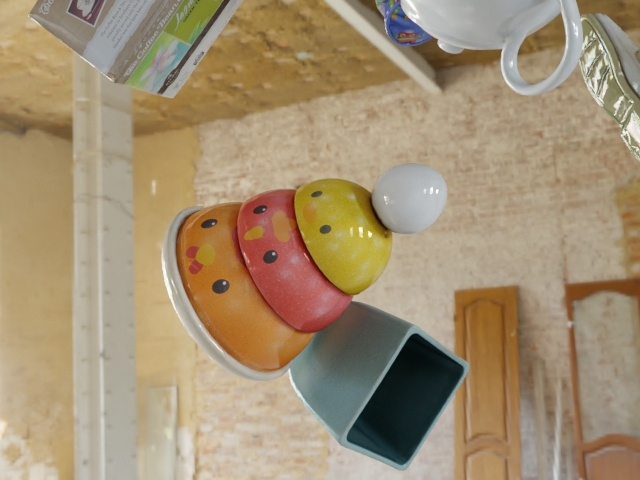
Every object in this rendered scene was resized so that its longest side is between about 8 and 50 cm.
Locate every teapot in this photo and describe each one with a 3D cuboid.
[{"bbox_3d":[0.185,-0.305,0.932,0.253,0.187,0.256,18,36,4],"label":"teapot"}]

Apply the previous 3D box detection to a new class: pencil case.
[{"bbox_3d":[0.117,-0.472,1.314,0.120,0.306,0.133,-22,-26,4],"label":"pencil case"}]

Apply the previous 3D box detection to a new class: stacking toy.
[{"bbox_3d":[0.000,0.000,1.370,0.480,0.350,0.351,-31,-19,22],"label":"stacking toy"}]

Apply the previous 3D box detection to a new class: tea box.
[{"bbox_3d":[-0.329,-0.481,1.547,0.220,0.329,0.323,38,10,5],"label":"tea box"}]

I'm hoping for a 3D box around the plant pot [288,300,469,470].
[{"bbox_3d":[0.085,0.256,1.544,0.252,0.247,0.248,28,-6,44],"label":"plant pot"}]

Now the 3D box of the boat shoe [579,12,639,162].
[{"bbox_3d":[0.539,-0.264,1.348,0.103,0.302,0.113,-19,-18,-7],"label":"boat shoe"}]
